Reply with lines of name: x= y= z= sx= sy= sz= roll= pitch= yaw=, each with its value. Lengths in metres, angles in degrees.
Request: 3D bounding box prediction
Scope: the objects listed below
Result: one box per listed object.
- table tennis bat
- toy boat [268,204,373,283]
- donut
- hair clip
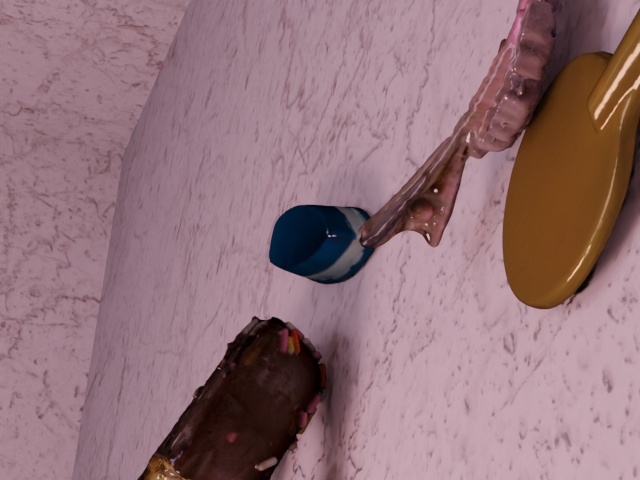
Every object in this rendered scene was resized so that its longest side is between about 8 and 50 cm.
table tennis bat: x=0.205 y=-0.080 z=0.987 sx=0.321 sy=0.050 sz=0.198 roll=117 pitch=163 yaw=-47
toy boat: x=0.000 y=0.000 z=1.609 sx=0.299 sy=0.062 sz=0.096 roll=171 pitch=111 yaw=-73
donut: x=-0.099 y=0.219 z=1.553 sx=0.259 sy=0.136 sz=0.345 roll=-53 pitch=1 yaw=-26
hair clip: x=0.136 y=-0.105 z=1.151 sx=0.300 sy=0.069 sz=0.173 roll=-58 pitch=10 yaw=23
